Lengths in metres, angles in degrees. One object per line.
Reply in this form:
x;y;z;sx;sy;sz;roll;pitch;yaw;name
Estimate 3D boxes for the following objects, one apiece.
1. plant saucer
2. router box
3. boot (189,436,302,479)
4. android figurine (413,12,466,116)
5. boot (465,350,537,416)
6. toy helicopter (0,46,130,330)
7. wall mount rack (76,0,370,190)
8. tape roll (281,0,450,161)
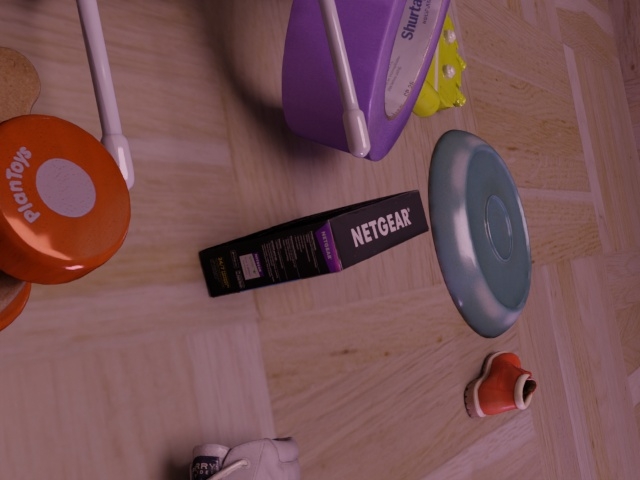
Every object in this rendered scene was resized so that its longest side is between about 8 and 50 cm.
0.251;-0.015;1.212;0.317;0.043;0.318;25;60;-53;plant saucer
0.000;0.000;0.723;0.179;0.133;0.046;-21;97;-57;router box
-0.084;0.209;0.576;0.258;0.095;0.124;10;65;-65;boot
0.127;-0.280;1.095;0.273;0.056;0.248;37;49;-44;android figurine
0.265;0.196;1.123;0.158;0.084;0.059;-34;107;-58;boot
-0.255;-0.109;0.400;0.234;0.140;0.355;-3;71;-49;toy helicopter
-0.053;-0.206;0.543;0.349;0.130;0.304;-11;128;-35;wall mount rack
0.057;-0.221;0.799;0.275;0.090;0.275;20;90;-77;tape roll
